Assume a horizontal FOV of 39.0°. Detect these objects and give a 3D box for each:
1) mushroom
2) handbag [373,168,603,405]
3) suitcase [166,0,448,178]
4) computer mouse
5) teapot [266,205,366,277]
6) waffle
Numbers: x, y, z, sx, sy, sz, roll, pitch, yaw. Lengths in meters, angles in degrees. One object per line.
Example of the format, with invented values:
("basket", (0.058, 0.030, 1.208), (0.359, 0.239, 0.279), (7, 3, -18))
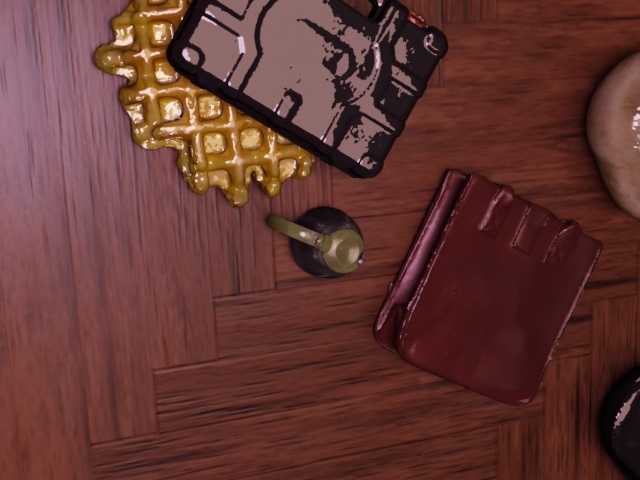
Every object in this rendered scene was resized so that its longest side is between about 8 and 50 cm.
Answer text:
("mushroom", (0.499, -0.139, 1.227), (0.260, 0.234, 0.253), (5, 102, -22))
("handbag", (0.235, 0.068, 1.246), (0.260, 0.084, 0.275), (23, 91, -23))
("suitcase", (-0.012, -0.219, 1.041), (0.286, 0.066, 0.206), (29, 90, -21))
("computer mouse", (0.514, 0.290, 1.385), (0.170, 0.100, 0.269), (-47, 116, -4))
("teapot", (0.002, 0.009, 1.139), (0.124, 0.091, 0.092), (-8, 101, -20))
("waffle", (-0.095, -0.206, 1.080), (0.307, 0.060, 0.312), (-41, 111, -7))
